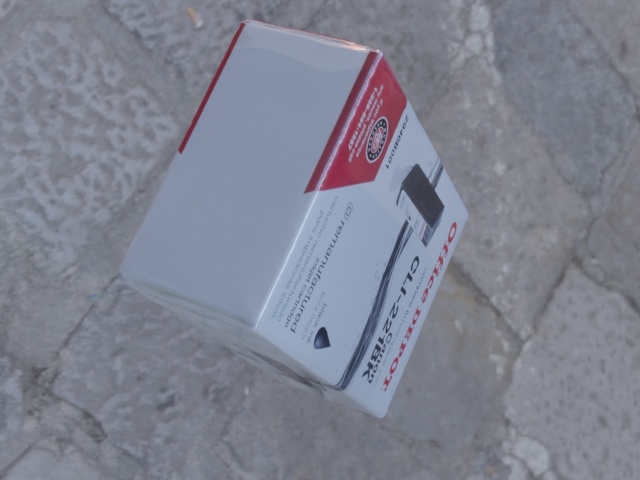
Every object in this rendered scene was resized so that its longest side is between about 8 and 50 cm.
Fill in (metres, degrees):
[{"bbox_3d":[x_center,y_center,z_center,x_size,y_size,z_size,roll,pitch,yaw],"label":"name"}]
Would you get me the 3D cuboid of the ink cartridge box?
[{"bbox_3d":[0.000,0.000,0.722,0.197,0.114,0.273,-66,154,-12],"label":"ink cartridge box"}]
